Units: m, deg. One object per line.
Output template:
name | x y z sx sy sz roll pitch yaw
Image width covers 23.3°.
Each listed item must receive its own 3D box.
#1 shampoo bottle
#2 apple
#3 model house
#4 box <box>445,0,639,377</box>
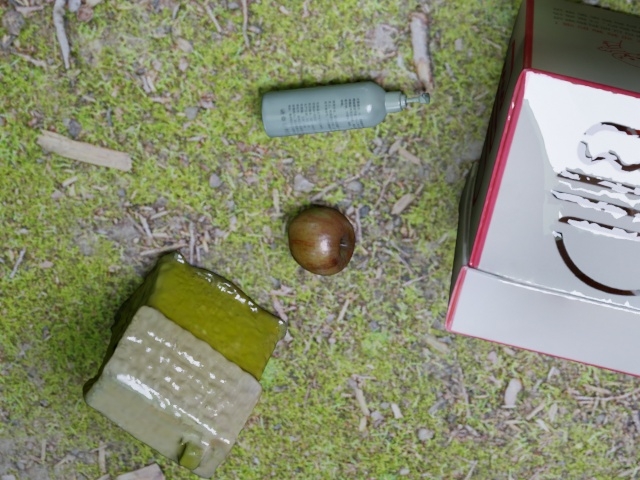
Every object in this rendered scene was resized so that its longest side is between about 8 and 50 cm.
shampoo bottle | 0.031 -0.154 1.797 0.195 0.056 0.056 -4 114 11
apple | 0.000 0.000 1.863 0.071 0.084 0.084 9 119 34
model house | -0.169 0.160 1.879 0.193 0.234 0.174 35 116 -9
box | 0.321 -0.059 1.651 0.314 0.312 0.300 14 114 2
